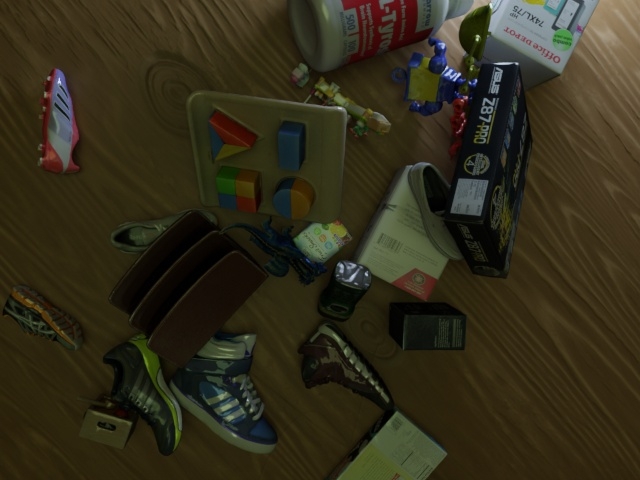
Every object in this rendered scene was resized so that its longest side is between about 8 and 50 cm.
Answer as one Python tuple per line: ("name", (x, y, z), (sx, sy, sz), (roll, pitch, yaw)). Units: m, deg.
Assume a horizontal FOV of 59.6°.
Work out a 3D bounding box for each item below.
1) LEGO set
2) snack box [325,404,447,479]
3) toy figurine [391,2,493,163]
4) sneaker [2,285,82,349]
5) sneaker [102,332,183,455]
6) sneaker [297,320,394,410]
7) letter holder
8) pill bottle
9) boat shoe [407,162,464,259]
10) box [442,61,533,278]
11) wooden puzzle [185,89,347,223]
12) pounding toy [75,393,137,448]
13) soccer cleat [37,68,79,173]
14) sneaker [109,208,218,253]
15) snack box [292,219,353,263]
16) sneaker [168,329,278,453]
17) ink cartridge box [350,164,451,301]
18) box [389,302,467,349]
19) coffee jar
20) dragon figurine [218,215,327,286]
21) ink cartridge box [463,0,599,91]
("LEGO set", (0.040, -0.309, 1.374), (0.287, 0.132, 0.107), (39, 95, 15))
("snack box", (0.159, 0.618, 1.481), (0.187, 0.060, 0.322), (42, 89, -6))
("toy figurine", (0.264, -0.385, 1.331), (0.217, 0.362, 0.191), (21, 56, 19))
("sneaker", (-0.676, 0.202, 1.362), (0.215, 0.084, 0.083), (38, 92, 2))
("sneaker", (-0.431, 0.379, 1.341), (0.121, 0.111, 0.299), (-15, 72, -45))
("sneaker", (0.050, 0.357, 1.442), (0.162, 0.106, 0.281), (-41, 86, 3))
("letter holder", (-0.316, 0.106, 1.310), (0.302, 0.152, 0.214), (-47, 126, -2))
("pill bottle", (0.145, -0.560, 1.307), (0.408, 0.229, 0.228), (-22, 96, -14))
("boat shoe", (0.285, -0.064, 1.318), (0.095, 0.084, 0.258), (-32, 97, -4))
("box", (0.397, -0.150, 1.283), (0.097, 0.318, 0.394), (7, 69, 28))
("wooden puzzle", (-0.123, -0.169, 1.274), (0.348, 0.080, 0.322), (6, 133, 5))
("pounding toy", (-0.522, 0.425, 1.363), (0.141, 0.130, 0.100), (20, 91, -7))
("soccer cleat", (-0.623, -0.283, 1.343), (0.095, 0.083, 0.247), (4, 88, -36))
("sneaker", (-0.379, -0.015, 1.354), (0.263, 0.121, 0.099), (-13, 95, -5))
("snack box", (0.000, 0.000, 1.436), (0.141, 0.037, 0.100), (-39, 95, -1))
("sneaker", (-0.195, 0.354, 1.389), (0.323, 0.130, 0.236), (34, 96, 0))
("ink cartridge box", (0.234, -0.020, 1.419), (0.207, 0.117, 0.282), (28, 91, -7))
("box", (0.268, 0.215, 1.419), (0.159, 0.156, 0.093), (2, 95, -6))
("coffee jar", (0.055, 0.130, 1.385), (0.096, 0.184, 0.079), (18, 52, -6))
("dragon figurine", (-0.096, 0.026, 1.315), (0.085, 0.289, 0.144), (-44, 57, 15))
("ink cartridge box", (0.524, -0.547, 1.375), (0.198, 0.197, 0.270), (26, 91, -7))
